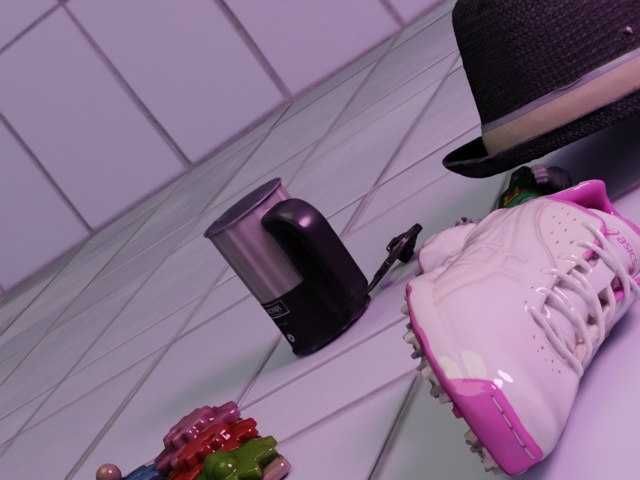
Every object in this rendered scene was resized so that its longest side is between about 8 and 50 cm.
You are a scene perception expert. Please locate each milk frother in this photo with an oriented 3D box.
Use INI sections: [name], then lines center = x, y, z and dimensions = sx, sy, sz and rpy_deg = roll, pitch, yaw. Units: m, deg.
[milk frother]
center = 0.000, 0.000, 1.486
dimensions = 0.129, 0.135, 0.143
rpy_deg = -26, 15, 42

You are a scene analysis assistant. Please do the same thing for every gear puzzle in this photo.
[gear puzzle]
center = -0.111, 0.193, 1.271
dimensions = 0.175, 0.044, 0.339
rpy_deg = -39, 11, -8

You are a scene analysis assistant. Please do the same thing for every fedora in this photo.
[fedora]
center = 0.222, -0.179, 1.353
dimensions = 0.334, 0.152, 0.334
rpy_deg = -28, 3, 2

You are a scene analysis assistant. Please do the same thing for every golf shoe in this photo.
[golf shoe]
center = 0.128, 0.034, 1.015
dimensions = 0.140, 0.115, 0.306
rpy_deg = -31, 13, 13

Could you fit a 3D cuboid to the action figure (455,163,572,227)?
[action figure]
center = 0.152, -0.014, 1.281
dimensions = 0.137, 0.063, 0.232
rpy_deg = -37, 7, 16
